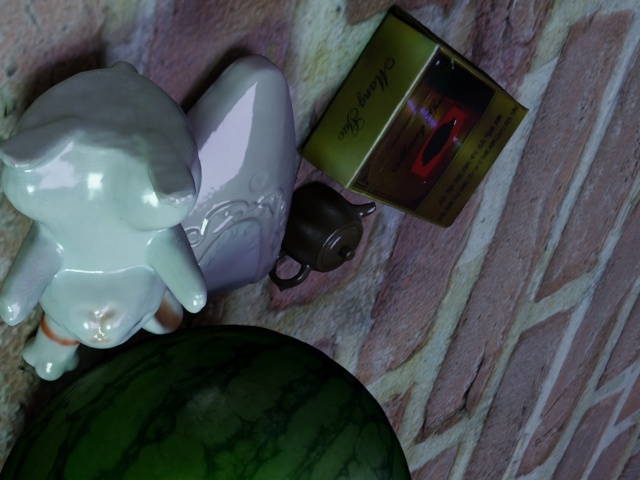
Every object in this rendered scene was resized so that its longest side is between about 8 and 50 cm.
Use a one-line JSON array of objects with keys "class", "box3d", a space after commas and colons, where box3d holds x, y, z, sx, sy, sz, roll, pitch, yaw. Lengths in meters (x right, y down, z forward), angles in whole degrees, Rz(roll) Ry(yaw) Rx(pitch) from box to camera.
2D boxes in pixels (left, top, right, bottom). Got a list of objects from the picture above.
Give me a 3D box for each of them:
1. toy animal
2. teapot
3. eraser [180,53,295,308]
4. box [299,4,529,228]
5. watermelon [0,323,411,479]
[{"class": "toy animal", "box3d": [-0.153, 0.019, 0.905, 0.141, 0.138, 0.282, 3, 125, -9]}, {"class": "teapot", "box3d": [0.000, 0.000, 1.179, 0.121, 0.068, 0.076, -45, 152, -7]}, {"class": "eraser", "box3d": [-0.078, -0.038, 1.033, 0.204, 0.059, 0.243, -20, 142, -44]}, {"class": "box", "box3d": [0.096, -0.107, 1.202, 0.159, 0.071, 0.240, -54, 152, 9]}, {"class": "watermelon", "box3d": [-0.096, 0.236, 1.040, 0.363, 0.363, 0.363, -36, 147, -27]}]
